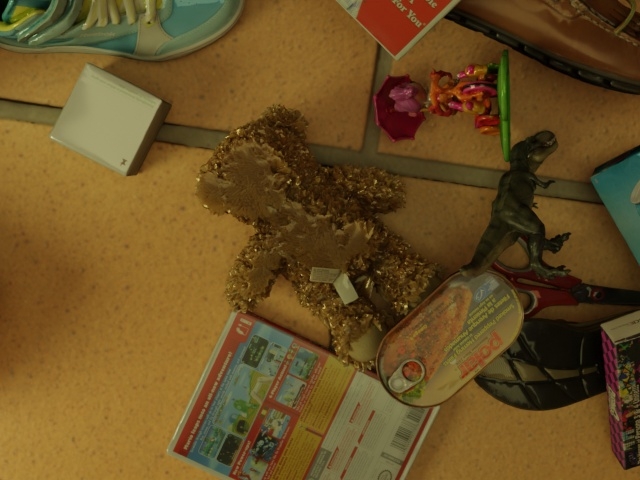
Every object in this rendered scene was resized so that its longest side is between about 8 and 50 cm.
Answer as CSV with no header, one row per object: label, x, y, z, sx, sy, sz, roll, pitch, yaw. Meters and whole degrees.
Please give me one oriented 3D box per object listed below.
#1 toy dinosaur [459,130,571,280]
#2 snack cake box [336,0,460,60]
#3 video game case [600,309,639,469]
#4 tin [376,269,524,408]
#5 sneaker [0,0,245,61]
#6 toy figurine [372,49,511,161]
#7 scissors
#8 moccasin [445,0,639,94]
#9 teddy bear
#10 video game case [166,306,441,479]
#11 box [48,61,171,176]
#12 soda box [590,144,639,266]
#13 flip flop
toy dinosaur,0.238,-0.014,1.147,0.118,0.064,0.268,41,49,-11
snack cake box,0.046,-0.340,1.037,0.264,0.089,0.152,43,117,-10
video game case,0.439,0.154,1.158,0.210,0.042,0.232,-20,128,-2
tin,0.149,0.112,1.139,0.189,0.040,0.106,-42,86,7
sneaker,-0.245,-0.267,1.090,0.319,0.208,0.127,-6,94,-1
toy figurine,0.138,-0.158,1.141,0.159,0.173,0.130,-1,83,12
scissors,0.321,0.074,1.223,0.297,0.021,0.109,20,86,-5
moccasin,0.279,-0.276,1.143,0.380,0.139,0.147,26,103,6
teddy bear,0.000,0.000,1.180,0.338,0.113,0.245,29,100,-11
video game case,-0.021,0.232,1.228,0.285,0.025,0.204,25,94,-3
box,-0.245,-0.140,1.161,0.101,0.087,0.102,27,94,-3
soda box,0.406,-0.007,1.178,0.071,0.067,0.210,-29,92,24
flip flop,0.307,0.137,1.205,0.277,0.080,0.112,-9,92,-15
